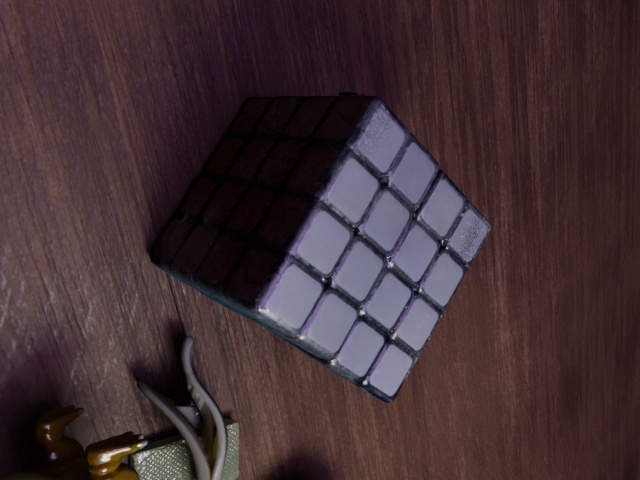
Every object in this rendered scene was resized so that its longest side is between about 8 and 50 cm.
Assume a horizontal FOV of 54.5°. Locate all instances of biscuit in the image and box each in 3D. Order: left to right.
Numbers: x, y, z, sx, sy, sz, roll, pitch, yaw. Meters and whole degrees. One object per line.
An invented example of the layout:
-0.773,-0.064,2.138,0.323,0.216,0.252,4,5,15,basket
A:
-0.238,0.398,1.109,0.199,0.040,0.121,-7,107,-36,biscuit

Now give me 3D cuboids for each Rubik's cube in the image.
0.000,0.000,0.998,0.337,0.344,0.344,38,78,-36,Rubik's cube

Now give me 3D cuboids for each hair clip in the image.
-0.203,0.306,1.022,0.113,0.172,0.282,-26,81,-14,hair clip

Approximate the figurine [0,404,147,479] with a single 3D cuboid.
-0.373,0.449,0.875,0.268,0.400,0.388,-35,128,-72,figurine
